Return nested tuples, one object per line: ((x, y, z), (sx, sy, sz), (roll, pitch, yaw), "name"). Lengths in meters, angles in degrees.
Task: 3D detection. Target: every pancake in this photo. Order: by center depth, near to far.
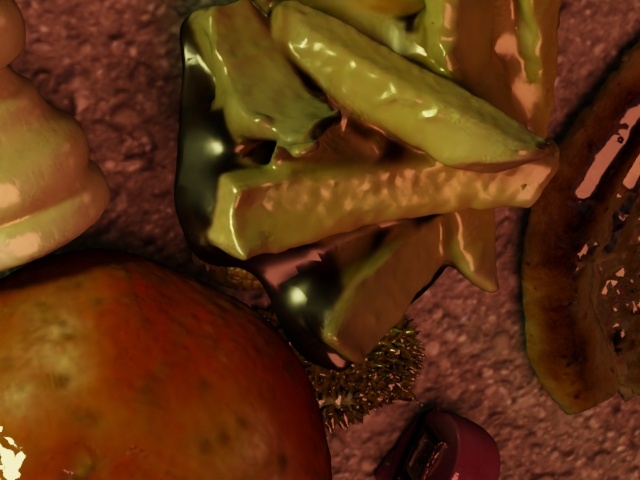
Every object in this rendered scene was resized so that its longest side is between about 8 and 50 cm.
((0.333, -0.007, 1.717), (0.305, 0.067, 0.427), (21, 105, -29), "pancake")

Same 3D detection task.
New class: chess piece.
((-0.288, -0.136, 1.386), (0.167, 0.167, 0.300), (-20, 116, -9), "chess piece")

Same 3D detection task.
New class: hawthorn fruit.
((-0.187, 0.226, 1.460), (0.403, 0.403, 0.403), (-8, 118, -16), "hawthorn fruit")

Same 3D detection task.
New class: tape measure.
((0.117, 0.232, 1.732), (0.074, 0.118, 0.125), (24, 102, -30), "tape measure")

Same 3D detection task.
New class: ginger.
((0.066, -0.123, 1.415), (0.358, 0.211, 0.413), (37, 61, -25), "ginger")

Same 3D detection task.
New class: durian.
((0.010, 0.124, 1.654), (0.220, 0.095, 0.137), (-6, 118, -23), "durian")

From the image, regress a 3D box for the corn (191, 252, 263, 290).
((0.000, 0.000, 1.594), (0.238, 0.080, 0.080), (-7, 118, -15), "corn")
